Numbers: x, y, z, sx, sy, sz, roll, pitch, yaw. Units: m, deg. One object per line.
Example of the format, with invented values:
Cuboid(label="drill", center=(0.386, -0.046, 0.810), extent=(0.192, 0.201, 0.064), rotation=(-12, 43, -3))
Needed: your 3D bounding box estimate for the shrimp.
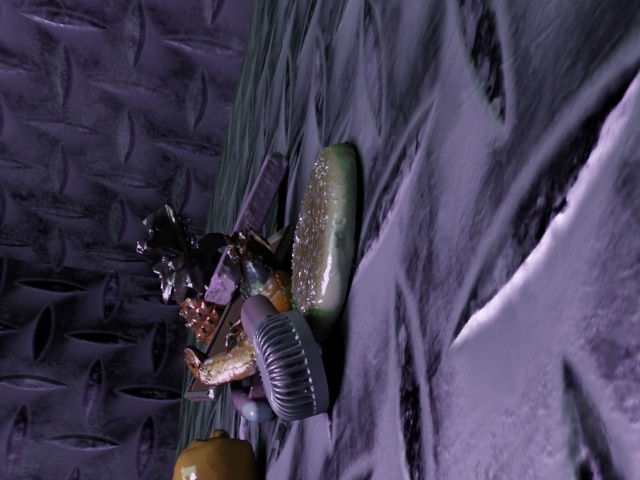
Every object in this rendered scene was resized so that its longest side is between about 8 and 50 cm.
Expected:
Cuboid(label="shrimp", center=(-0.136, 0.105, 1.315), extent=(0.222, 0.054, 0.290), rotation=(-38, 42, 13))

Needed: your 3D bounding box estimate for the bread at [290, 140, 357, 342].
Cuboid(label="bread", center=(0.000, 0.000, 1.095), extent=(0.267, 0.040, 0.267), rotation=(-172, 90, -79))

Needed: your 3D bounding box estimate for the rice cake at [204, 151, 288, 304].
Cuboid(label="rice cake", center=(-0.132, -0.026, 1.563), extent=(0.106, 0.050, 0.298), rotation=(122, 171, -62))

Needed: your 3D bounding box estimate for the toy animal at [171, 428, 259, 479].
Cuboid(label="toy animal", center=(-0.174, 0.429, 1.356), extent=(0.169, 0.195, 0.281), rotation=(-33, 37, 18))

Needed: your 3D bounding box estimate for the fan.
Cuboid(label="fan", center=(-0.051, 0.133, 1.067), extent=(0.244, 0.074, 0.130), rotation=(-134, 31, -63))

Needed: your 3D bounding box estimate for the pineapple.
Cuboid(label="pineapple", center=(-0.231, 0.068, 1.612), extent=(0.141, 0.170, 0.310), rotation=(29, 155, 54))

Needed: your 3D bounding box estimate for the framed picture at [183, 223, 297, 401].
Cuboid(label="framed picture", center=(-0.142, 0.129, 1.445), extent=(0.315, 0.024, 0.232), rotation=(-65, 12, -17))

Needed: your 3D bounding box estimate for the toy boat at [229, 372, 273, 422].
Cuboid(label="toy boat", center=(-0.123, 0.217, 1.426), extent=(0.227, 0.085, 0.155), rotation=(-135, 53, -76))

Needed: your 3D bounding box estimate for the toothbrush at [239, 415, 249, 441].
Cuboid(label="toothbrush", center=(-0.142, 0.270, 1.640), extent=(0.027, 0.021, 0.269), rotation=(93, 178, -55))
